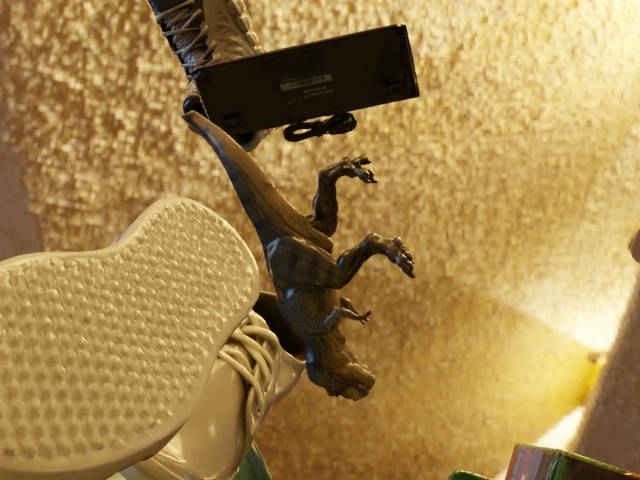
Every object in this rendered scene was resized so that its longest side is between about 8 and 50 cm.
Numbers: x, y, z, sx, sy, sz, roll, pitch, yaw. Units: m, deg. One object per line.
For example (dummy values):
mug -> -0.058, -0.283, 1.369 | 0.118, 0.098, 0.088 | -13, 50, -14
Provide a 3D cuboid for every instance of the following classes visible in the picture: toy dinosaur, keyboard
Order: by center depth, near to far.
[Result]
toy dinosaur -> 0.000, 0.000, 1.037 | 0.118, 0.064, 0.268 | -25, -84, 13
keyboard -> -0.009, -0.126, 1.119 | 0.180, 0.023, 0.108 | -11, -43, 6

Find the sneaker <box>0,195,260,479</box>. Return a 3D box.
sneaker -> -0.132, 0.080, 0.634 | 0.161, 0.282, 0.102 | -40, -93, 20

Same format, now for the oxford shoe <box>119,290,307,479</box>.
oxford shoe -> -0.107, 0.133, 1.313 | 0.169, 0.449, 0.130 | 43, -76, 3

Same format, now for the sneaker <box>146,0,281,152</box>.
sneaker -> -0.117, -0.185, 1.323 | 0.086, 0.132, 0.228 | -29, -73, 32

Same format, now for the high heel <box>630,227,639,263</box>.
high heel -> 0.378, -0.055, 1.146 | 0.117, 0.082, 0.244 | 21, -72, -29

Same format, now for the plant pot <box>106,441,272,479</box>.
plant pot -> -0.273, 0.369, 1.562 | 0.334, 0.341, 0.341 | -5, -28, -37

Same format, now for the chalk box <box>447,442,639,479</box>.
chalk box -> 0.230, 0.277, 1.122 | 0.289, 0.180, 0.179 | 19, -7, 0
